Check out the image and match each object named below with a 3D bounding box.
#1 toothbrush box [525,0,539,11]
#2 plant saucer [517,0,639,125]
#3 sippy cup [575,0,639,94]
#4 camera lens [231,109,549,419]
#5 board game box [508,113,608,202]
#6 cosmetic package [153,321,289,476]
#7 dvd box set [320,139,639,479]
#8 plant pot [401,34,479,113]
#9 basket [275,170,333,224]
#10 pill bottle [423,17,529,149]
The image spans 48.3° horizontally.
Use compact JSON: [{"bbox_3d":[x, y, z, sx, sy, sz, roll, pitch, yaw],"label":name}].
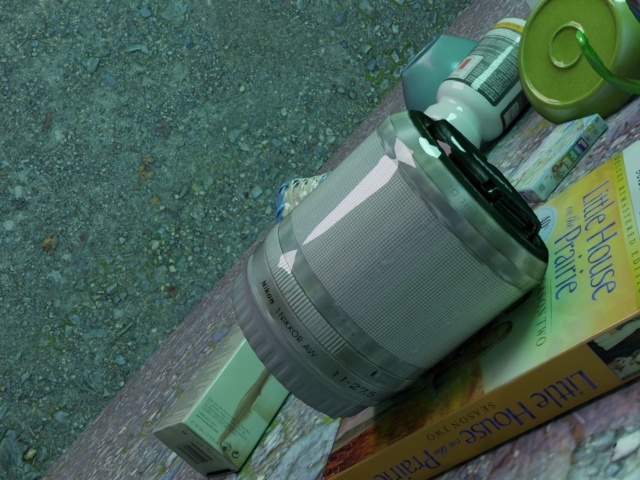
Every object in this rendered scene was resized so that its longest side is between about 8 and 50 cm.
[{"bbox_3d":[0.484,-0.425,1.115,0.126,0.216,0.295,-23,-8,-41],"label":"toothbrush box"},{"bbox_3d":[0.389,-0.296,1.097,0.037,0.240,0.241,-3,-17,-33],"label":"plant saucer"},{"bbox_3d":[0.471,-0.335,0.869,0.305,0.224,0.240,-47,10,-2],"label":"sippy cup"},{"bbox_3d":[0.072,0.022,0.732,0.274,0.219,0.219,-43,11,19],"label":"camera lens"},{"bbox_3d":[0.347,-0.120,1.073,0.154,0.026,0.103,-47,11,-9],"label":"board game box"},{"bbox_3d":[-0.139,0.255,1.267,0.153,0.129,0.296,-34,16,53],"label":"cosmetic package"},{"bbox_3d":[0.193,0.092,0.773,0.420,0.062,0.307,-39,13,33],"label":"dvd box set"},{"bbox_3d":[0.316,-0.393,1.776,0.290,0.195,0.290,-44,11,11],"label":"plant pot"},{"bbox_3d":[0.000,0.000,1.370,0.289,0.201,0.254,-15,74,50],"label":"basket"},{"bbox_3d":[0.335,-0.300,1.439,0.278,0.162,0.162,-47,10,-10],"label":"pill bottle"}]
